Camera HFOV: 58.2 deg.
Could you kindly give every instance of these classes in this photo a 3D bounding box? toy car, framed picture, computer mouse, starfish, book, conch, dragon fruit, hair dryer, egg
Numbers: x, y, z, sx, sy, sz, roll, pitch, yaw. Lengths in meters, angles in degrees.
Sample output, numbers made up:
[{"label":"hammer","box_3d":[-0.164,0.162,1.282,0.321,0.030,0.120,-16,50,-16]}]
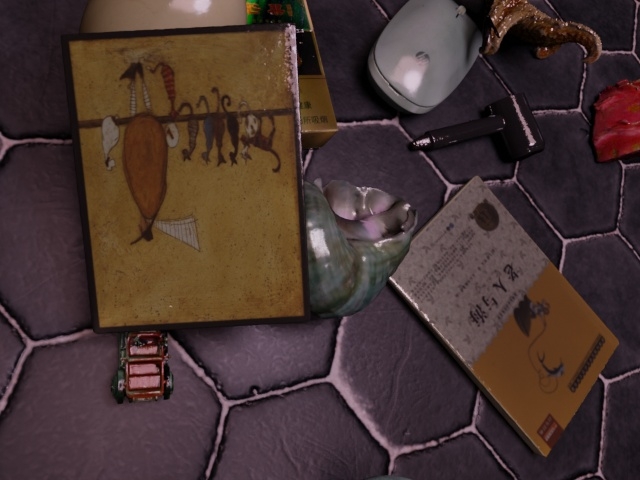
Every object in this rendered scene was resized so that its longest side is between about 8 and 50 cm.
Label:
[{"label":"toy car","box_3d":[-0.215,0.124,0.701,0.073,0.054,0.143,2,74,-20]},{"label":"framed picture","box_3d":[-0.146,-0.065,0.648,0.256,0.014,0.338,-3,98,-1]},{"label":"computer mouse","box_3d":[0.188,-0.333,0.980,0.159,0.097,0.288,41,65,-5]},{"label":"starfish","box_3d":[0.346,-0.397,1.016,0.312,0.113,0.303,41,37,6]},{"label":"book","box_3d":[0.302,0.112,0.936,0.389,0.032,0.269,48,64,-3]},{"label":"conch","box_3d":[0.000,0.000,0.772,0.278,0.195,0.220,-3,55,0]},{"label":"dragon fruit","box_3d":[0.666,-0.240,1.138,0.262,0.189,0.162,-11,110,-29]},{"label":"hair dryer","box_3d":[0.269,-0.176,0.988,0.248,0.070,0.114,-18,82,-22]},{"label":"egg","box_3d":[-0.195,-0.255,0.721,0.186,0.242,0.186,33,33,-24]}]

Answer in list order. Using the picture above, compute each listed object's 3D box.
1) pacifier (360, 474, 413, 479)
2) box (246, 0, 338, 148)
[{"label":"pacifier","box_3d":[0.133,0.451,0.672,0.269,0.288,0.343,11,73,-48]},{"label":"box","box_3d":[-0.079,-0.255,0.857,0.160,0.071,0.240,-10,79,-22]}]
